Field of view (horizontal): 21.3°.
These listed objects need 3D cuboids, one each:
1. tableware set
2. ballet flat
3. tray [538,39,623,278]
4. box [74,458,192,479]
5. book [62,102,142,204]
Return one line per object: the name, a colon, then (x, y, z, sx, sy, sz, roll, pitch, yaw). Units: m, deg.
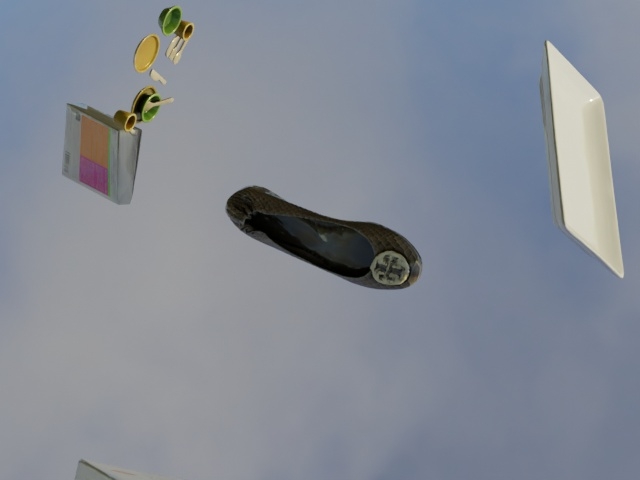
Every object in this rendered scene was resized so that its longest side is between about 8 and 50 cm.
tableware set: (-0.190, -0.193, 1.963, 0.024, 0.104, 0.154, 27, -96, 21)
ballet flat: (0.000, 0.000, 2.020, 0.250, 0.084, 0.058, 23, -157, 10)
tray: (0.301, -0.094, 2.007, 0.030, 0.145, 0.270, -22, -129, 30)
box: (-0.139, 0.260, 1.492, 0.130, 0.091, 0.170, 15, 177, -25)
book: (-0.277, -0.108, 2.113, 0.035, 0.096, 0.144, -5, -160, -37)
